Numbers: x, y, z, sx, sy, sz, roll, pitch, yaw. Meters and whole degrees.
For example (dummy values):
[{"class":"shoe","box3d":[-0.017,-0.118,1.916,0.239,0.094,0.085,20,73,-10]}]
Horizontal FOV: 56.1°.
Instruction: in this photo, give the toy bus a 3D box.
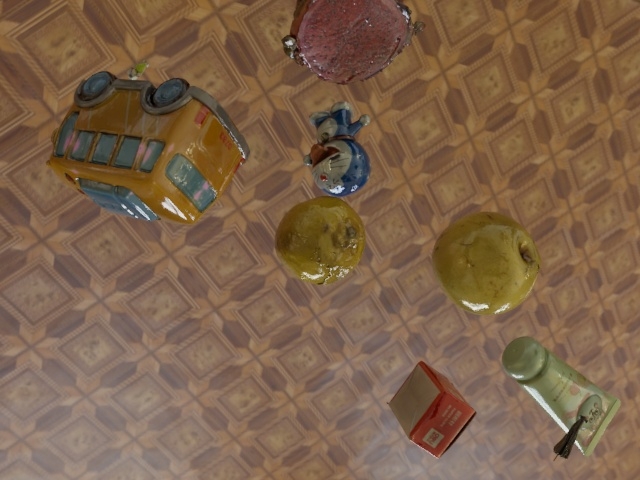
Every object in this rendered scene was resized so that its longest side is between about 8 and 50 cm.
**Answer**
[{"class":"toy bus","box3d":[-0.199,-0.095,0.667,0.136,0.209,0.126,-66,151,-21]}]

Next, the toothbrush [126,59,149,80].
[{"class":"toothbrush","box3d":[-0.340,-0.323,1.129,0.026,0.263,0.022,-36,113,2]}]

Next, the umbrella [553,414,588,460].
[{"class":"umbrella","box3d":[0.378,0.301,0.913,0.020,0.031,0.083,30,89,10]}]

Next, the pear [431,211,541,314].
[{"class":"pear","box3d":[0.531,0.071,1.930,0.347,0.348,0.349,-8,117,-16]}]

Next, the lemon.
[{"class":"lemon","box3d":[0.000,0.000,1.377,0.204,0.260,0.204,5,80,-31]}]

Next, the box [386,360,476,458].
[{"class":"box","box3d":[0.237,0.360,1.294,0.099,0.182,0.133,36,92,-11]}]

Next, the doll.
[{"class":"doll","box3d":[0.048,-0.246,1.619,0.215,0.257,0.161,-25,157,30]}]

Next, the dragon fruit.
[{"class":"dragon fruit","box3d":[0.061,-0.570,1.513,0.314,0.263,0.296,16,131,-30]}]

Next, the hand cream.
[{"class":"hand cream","box3d":[0.507,0.320,1.270,0.305,0.093,0.147,40,79,-17]}]
